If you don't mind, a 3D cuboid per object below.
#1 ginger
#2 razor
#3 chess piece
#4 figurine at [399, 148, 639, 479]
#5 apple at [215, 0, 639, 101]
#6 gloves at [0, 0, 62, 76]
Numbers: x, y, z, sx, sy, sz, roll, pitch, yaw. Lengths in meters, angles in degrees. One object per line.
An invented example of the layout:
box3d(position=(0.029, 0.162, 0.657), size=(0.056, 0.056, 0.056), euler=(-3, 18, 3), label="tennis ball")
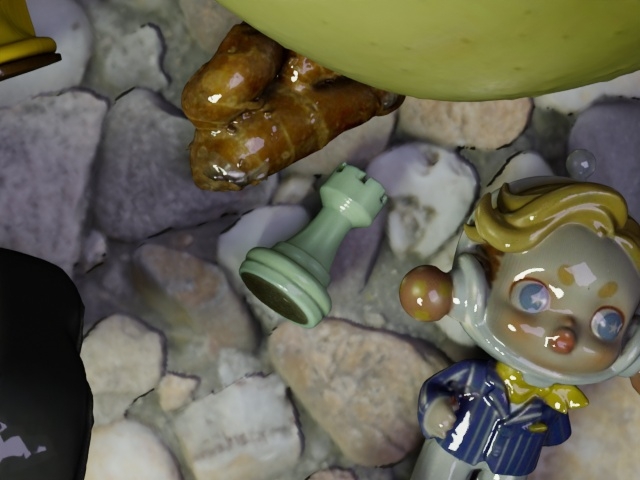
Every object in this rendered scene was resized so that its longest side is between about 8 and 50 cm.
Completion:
box3d(position=(-0.024, -0.104, 1.119), size=(0.162, 0.073, 0.103), euler=(-27, 118, -22), label="ginger")
box3d(position=(-0.294, 0.049, 0.968), size=(0.349, 0.204, 0.113), euler=(19, 120, -20), label="razor")
box3d(position=(0.000, 0.000, 1.144), size=(0.067, 0.067, 0.103), euler=(43, 73, -19), label="chess piece")
box3d(position=(0.147, 0.085, 1.179), size=(0.194, 0.133, 0.274), euler=(-2, 107, -3), label="figurine")
box3d(position=(0.109, -0.299, 0.932), size=(0.473, 0.473, 0.473), euler=(-2, 97, -20), label="apple")
box3d(position=(-0.254, -0.227, 1.009), size=(0.133, 0.116, 0.294), euler=(-20, 96, -24), label="gloves")
